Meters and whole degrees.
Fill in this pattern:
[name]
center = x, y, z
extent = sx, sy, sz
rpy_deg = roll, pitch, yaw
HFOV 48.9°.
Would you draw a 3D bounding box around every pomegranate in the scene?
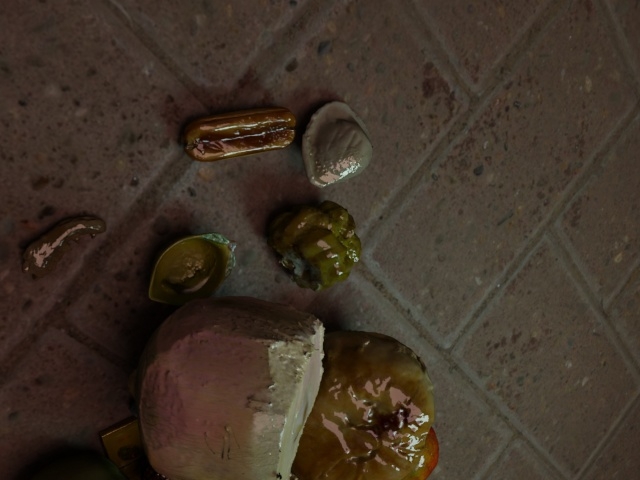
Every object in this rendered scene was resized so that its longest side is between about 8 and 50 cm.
[pomegranate]
center = 0.206, 0.551, 1.866
extent = 0.235, 0.210, 0.210
rpy_deg = 30, 89, -54

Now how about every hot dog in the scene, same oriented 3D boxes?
[hot dog]
center = -0.163, -0.220, 1.437
extent = 0.250, 0.068, 0.100
rpy_deg = -12, 126, -27

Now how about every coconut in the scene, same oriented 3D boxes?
[coconut]
center = -0.201, 0.299, 1.395
extent = 0.405, 0.405, 0.404
rpy_deg = -12, 113, -30

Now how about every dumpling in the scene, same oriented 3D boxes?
[dumpling]
center = 0.032, -0.213, 1.539
extent = 0.216, 0.126, 0.166
rpy_deg = -36, 107, -14

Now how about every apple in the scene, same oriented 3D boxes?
[apple]
center = -0.475, 0.559, 1.402
extent = 0.262, 0.262, 0.262
rpy_deg = -12, 113, -30

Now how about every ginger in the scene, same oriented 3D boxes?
[ginger]
center = -0.484, 0.004, 1.319
extent = 0.173, 0.051, 0.069
rpy_deg = -36, 126, -15

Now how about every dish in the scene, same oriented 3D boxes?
[dish]
center = -0.273, 0.048, 1.454
extent = 0.208, 0.080, 0.148
rpy_deg = -32, 122, -18

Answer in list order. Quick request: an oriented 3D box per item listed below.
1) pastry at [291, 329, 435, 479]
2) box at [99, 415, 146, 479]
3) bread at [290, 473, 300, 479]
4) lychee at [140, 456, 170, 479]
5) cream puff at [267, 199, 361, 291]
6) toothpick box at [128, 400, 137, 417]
[pastry]
center = 0.071, 0.399, 1.666
extent = 0.410, 0.245, 0.409
rpy_deg = -1, 100, -3
[box]
center = -0.421, 0.466, 1.545
extent = 0.087, 0.023, 0.155
rpy_deg = -21, 118, -23
[bread]
center = 0.000, 0.686, 1.840
extent = 0.174, 0.121, 0.245
rpy_deg = -26, 116, -33
[lychee]
center = -0.299, 0.529, 1.525
extent = 0.188, 0.188, 0.188
rpy_deg = -12, 113, -30
[cream puff]
center = 0.004, 0.001, 1.567
extent = 0.195, 0.195, 0.221
rpy_deg = -42, 129, -14
[toothpick box]
center = -0.366, 0.344, 1.517
extent = 0.083, 0.052, 0.052
rpy_deg = -49, 126, -10
